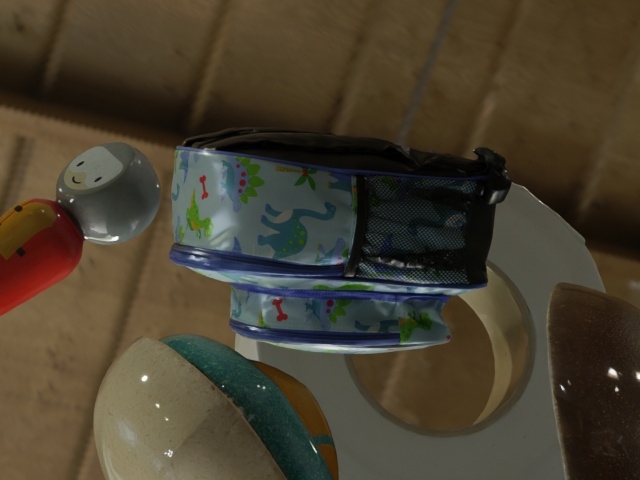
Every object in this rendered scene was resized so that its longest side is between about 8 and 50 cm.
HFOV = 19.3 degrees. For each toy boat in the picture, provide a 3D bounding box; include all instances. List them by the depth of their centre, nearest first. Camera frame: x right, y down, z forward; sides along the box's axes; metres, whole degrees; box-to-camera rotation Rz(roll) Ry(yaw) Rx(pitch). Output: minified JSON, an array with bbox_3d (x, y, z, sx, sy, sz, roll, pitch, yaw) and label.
[{"bbox_3d":[-0.088,0.087,1.173,0.148,0.267,0.318,-37,-101,-16],"label":"toy boat"}]

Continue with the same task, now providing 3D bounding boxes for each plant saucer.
[{"bbox_3d":[0.179,0.164,0.913,0.050,0.310,0.310,-17,-61,14],"label":"plant saucer"}]

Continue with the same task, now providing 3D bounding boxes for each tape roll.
[{"bbox_3d":[0.081,0.084,1.446,0.286,0.100,0.286,3,-106,-11],"label":"tape roll"}]

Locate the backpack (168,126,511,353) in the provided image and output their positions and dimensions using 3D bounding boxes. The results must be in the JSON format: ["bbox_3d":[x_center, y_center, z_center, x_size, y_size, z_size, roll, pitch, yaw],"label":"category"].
[{"bbox_3d":[0.000,0.000,0.714,0.114,0.105,0.084,7,-89,-14],"label":"backpack"}]
